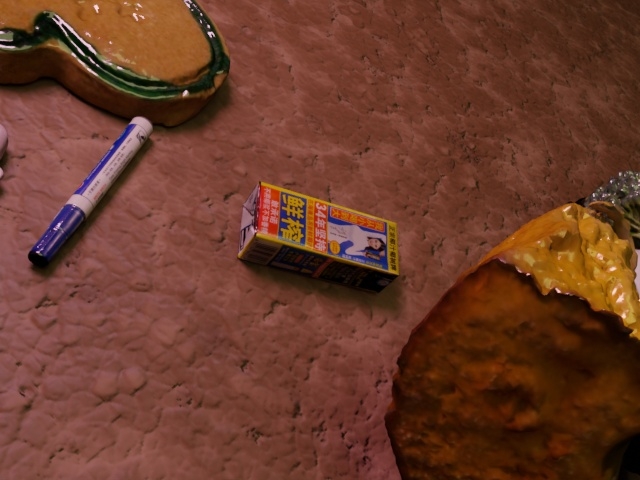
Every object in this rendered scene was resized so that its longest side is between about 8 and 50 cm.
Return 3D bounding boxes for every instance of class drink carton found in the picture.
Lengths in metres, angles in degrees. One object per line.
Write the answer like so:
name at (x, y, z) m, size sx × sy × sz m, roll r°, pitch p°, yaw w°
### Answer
drink carton at (0.000, 0.000, 0.691) m, size 0.165 × 0.056 × 0.071 m, roll 16°, pitch 57°, yaw -21°

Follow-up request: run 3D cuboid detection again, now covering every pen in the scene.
pen at (-0.212, -0.053, 0.619) m, size 0.025 × 0.025 × 0.204 m, roll 30°, pitch 46°, yaw -9°

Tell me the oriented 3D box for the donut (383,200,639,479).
donut at (0.264, 0.179, 0.518) m, size 0.435 × 0.378 × 0.163 m, roll 26°, pitch 30°, yaw 10°

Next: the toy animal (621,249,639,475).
toy animal at (0.322, 0.122, 0.692) m, size 0.266 × 0.212 × 0.212 m, roll 42°, pitch 45°, yaw -6°

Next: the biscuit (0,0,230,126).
biscuit at (-0.268, -0.259, 0.720) m, size 0.344 × 0.057 × 0.287 m, roll 45°, pitch 45°, yaw 6°

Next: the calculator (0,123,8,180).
calculator at (-0.354, -0.094, 0.555) m, size 0.175 × 0.032 × 0.100 m, roll 27°, pitch 46°, yaw -12°

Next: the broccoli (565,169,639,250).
broccoli at (0.445, 0.027, 0.887) m, size 0.246 × 0.263 × 0.243 m, roll -4°, pitch 82°, yaw 3°
